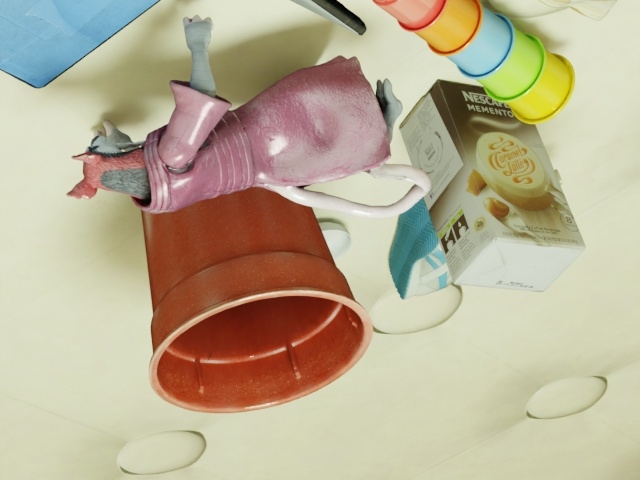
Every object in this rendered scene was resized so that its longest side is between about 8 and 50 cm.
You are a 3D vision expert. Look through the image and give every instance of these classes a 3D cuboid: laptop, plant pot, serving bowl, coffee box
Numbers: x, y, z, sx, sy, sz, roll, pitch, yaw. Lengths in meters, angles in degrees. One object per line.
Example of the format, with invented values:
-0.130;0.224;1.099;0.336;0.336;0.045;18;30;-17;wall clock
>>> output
-0.246;-0.248;1.633;0.382;0.408;0.236;27;94;-48;laptop
-0.100;0.029;2.073;0.272;0.265;0.272;-12;148;-7;plant pot
0.000;0.000;2.293;0.083;0.027;0.083;-11;147;-8;serving bowl
0.207;-0.067;2.080;0.141;0.246;0.098;6;140;-32;coffee box

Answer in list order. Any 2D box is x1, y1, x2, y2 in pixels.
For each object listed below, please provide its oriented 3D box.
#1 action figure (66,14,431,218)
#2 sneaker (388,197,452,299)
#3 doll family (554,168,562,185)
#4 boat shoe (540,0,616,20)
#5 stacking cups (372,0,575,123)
-0.108;-0.088;1.898;0.370;0.276;0.248;-19;164;-25;action figure
0.160;-0.003;2.319;0.092;0.087;0.229;-13;155;-18;sneaker
0.252;-0.052;2.286;0.111;0.076;0.193;-16;151;-9;doll family
0.287;-0.301;1.941;0.170;0.063;0.059;7;139;-47;boat shoe
0.168;-0.238;1.967;0.096;0.096;0.316;-35;138;27;stacking cups
